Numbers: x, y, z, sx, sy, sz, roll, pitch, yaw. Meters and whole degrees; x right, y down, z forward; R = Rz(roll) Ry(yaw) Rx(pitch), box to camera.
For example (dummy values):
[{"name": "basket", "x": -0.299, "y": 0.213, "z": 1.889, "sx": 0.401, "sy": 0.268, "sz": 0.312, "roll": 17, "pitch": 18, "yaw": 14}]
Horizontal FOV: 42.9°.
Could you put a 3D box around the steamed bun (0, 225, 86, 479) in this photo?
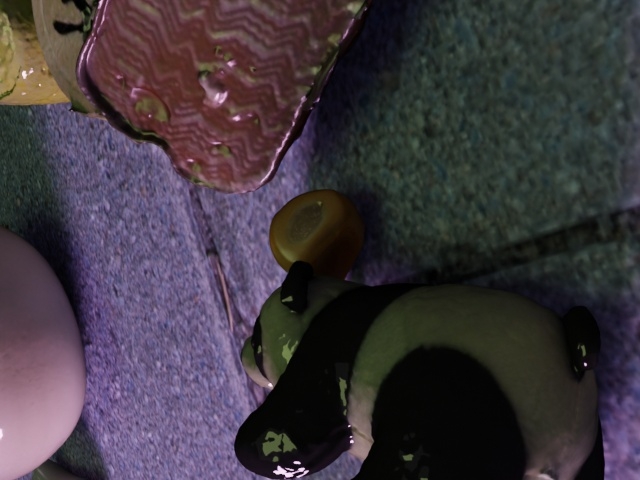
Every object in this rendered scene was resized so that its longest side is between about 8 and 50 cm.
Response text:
[{"name": "steamed bun", "x": -0.402, "y": 0.127, "z": 0.959, "sx": 0.324, "sy": 0.206, "sz": 0.324, "roll": 26, "pitch": 124, "yaw": 46}]

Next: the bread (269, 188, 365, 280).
[{"name": "bread", "x": 0.001, "y": 0.000, "z": 0.553, "sx": 0.049, "sy": 0.103, "sz": 0.062, "roll": 43, "pitch": 90, "yaw": 20}]

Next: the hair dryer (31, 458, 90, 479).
[{"name": "hair dryer", "x": -0.312, "y": 0.412, "z": 1.081, "sx": 0.206, "sy": 0.075, "sz": 0.237, "roll": 0, "pitch": 110, "yaw": 58}]

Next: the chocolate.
[{"name": "chocolate", "x": -0.048, "y": -0.140, "z": 0.495, "sx": 0.148, "sy": 0.093, "sz": 0.214, "roll": 36, "pitch": 133, "yaw": -2}]

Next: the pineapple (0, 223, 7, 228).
[{"name": "pineapple", "x": -0.432, "y": 0.019, "z": 1.114, "sx": 0.045, "sy": 0.019, "sz": 0.083, "roll": 34, "pitch": 128, "yaw": 47}]

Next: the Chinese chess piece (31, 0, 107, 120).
[{"name": "Chinese chess piece", "x": -0.155, "y": -0.186, "z": 0.638, "sx": 0.188, "sy": 0.083, "sz": 0.188, "roll": 17, "pitch": 115, "yaw": 42}]

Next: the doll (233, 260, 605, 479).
[{"name": "doll", "x": 0.047, "y": 0.088, "z": 0.459, "sx": 0.234, "sy": 0.144, "sz": 0.135, "roll": 6, "pitch": 77, "yaw": 50}]

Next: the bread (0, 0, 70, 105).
[{"name": "bread", "x": -0.255, "y": -0.184, "z": 0.750, "sx": 0.111, "sy": 0.114, "sz": 0.129, "roll": 28, "pitch": 126, "yaw": 35}]
